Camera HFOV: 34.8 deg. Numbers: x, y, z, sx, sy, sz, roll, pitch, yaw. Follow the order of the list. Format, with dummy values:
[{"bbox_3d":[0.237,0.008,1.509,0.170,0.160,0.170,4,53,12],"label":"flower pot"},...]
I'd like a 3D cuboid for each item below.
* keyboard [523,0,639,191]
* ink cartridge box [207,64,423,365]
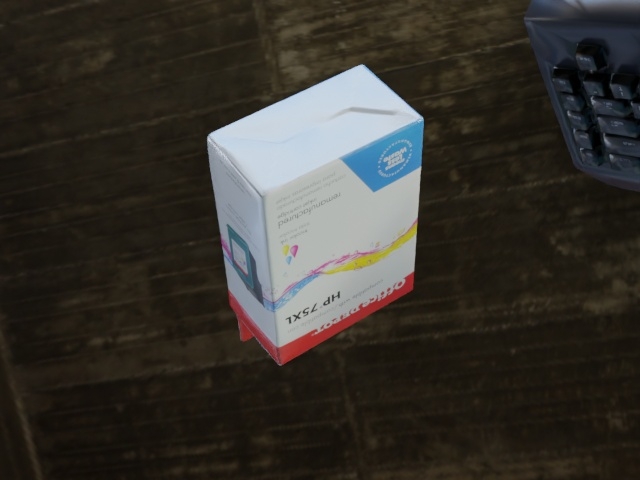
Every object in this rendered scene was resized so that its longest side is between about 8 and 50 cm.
[{"bbox_3d":[0.217,-0.063,0.364,0.317,0.033,0.202,13,-36,39],"label":"keyboard"},{"bbox_3d":[0.000,0.000,0.770,0.078,0.134,0.231,47,-26,35],"label":"ink cartridge box"}]
